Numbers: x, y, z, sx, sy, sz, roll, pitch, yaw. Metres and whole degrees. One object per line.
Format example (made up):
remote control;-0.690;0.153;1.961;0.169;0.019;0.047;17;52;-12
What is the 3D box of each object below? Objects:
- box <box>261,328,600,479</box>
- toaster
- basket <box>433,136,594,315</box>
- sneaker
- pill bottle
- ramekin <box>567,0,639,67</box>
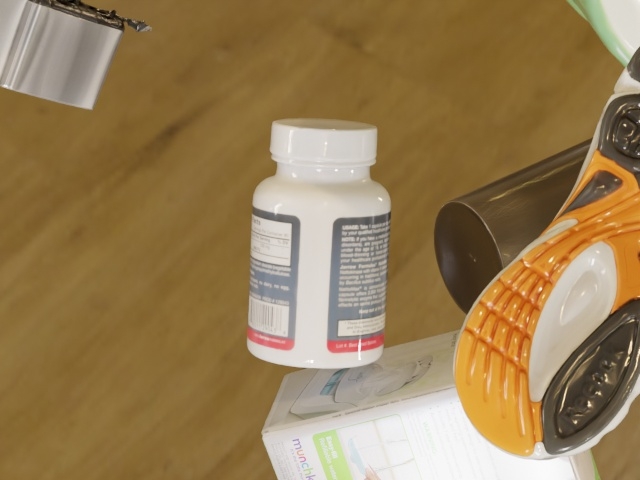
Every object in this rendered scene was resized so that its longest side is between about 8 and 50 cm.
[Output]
box;0.108;0.217;1.524;0.231;0.262;0.127;-16;17;13
toaster;-0.309;-0.217;1.987;0.185;0.110;0.168;23;7;28
basket;0.242;-0.010;1.916;0.226;0.204;0.154;-17;52;-26
sneaker;0.153;-0.007;0.887;0.099;0.121;0.262;39;82;13
pill bottle;0.000;0.000;1.460;0.108;0.180;0.108;3;10;-1
ramekin;0.301;-0.235;1.320;0.303;0.303;0.148;6;30;-8
